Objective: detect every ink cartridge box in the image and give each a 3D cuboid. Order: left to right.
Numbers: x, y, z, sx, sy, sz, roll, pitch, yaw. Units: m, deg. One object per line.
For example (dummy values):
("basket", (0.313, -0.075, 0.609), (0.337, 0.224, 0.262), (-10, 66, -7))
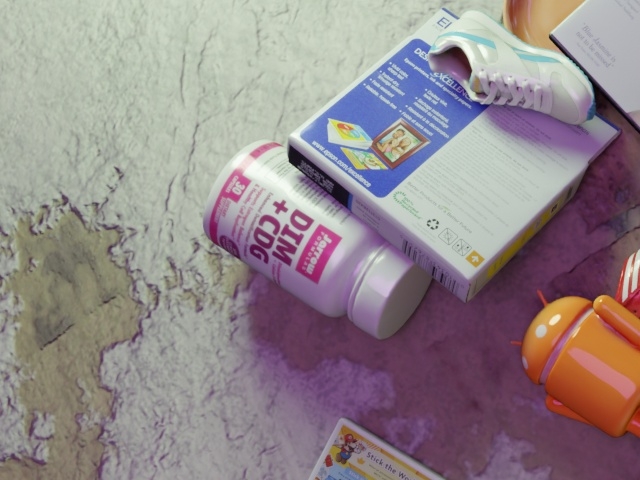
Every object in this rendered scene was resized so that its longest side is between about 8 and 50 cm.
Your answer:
("ink cartridge box", (0.169, -0.118, 1.822), (0.303, 0.072, 0.307), (39, 62, 20))

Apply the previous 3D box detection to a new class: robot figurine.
("robot figurine", (0.336, 0.154, 1.740), (0.219, 0.158, 0.128), (35, 77, 20))

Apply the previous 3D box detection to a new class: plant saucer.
("plant saucer", (0.333, -0.297, 1.826), (0.200, 0.037, 0.200), (-2, 86, 22))

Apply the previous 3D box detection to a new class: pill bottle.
("pill bottle", (0.000, 0.000, 1.870), (0.283, 0.160, 0.160), (32, 98, 21))

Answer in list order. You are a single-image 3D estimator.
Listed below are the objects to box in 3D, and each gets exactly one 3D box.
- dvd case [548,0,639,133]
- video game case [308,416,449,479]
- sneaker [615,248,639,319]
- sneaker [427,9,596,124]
("dvd case", (0.433, -0.272, 1.757), (0.253, 0.022, 0.180), (-42, 82, 5))
("video game case", (0.075, 0.377, 1.883), (0.227, 0.026, 0.206), (30, 97, 22))
("sneaker", (0.441, 0.101, 1.737), (0.128, 0.087, 0.221), (-32, 62, 25))
("sneaker", (0.240, -0.200, 1.792), (0.228, 0.087, 0.092), (33, 59, 28))
